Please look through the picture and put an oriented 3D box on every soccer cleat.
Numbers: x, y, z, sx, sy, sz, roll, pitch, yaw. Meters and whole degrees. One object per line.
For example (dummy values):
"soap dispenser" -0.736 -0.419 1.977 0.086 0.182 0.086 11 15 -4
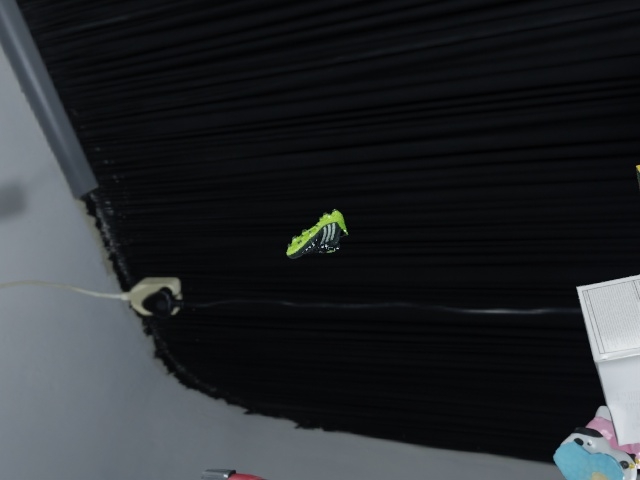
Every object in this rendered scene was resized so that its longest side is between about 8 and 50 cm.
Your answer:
"soccer cleat" 0.000 0.000 1.174 0.179 0.060 0.072 -39 106 -46

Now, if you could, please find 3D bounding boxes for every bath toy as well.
"bath toy" 0.658 0.454 1.305 0.348 0.129 0.151 -9 57 -49

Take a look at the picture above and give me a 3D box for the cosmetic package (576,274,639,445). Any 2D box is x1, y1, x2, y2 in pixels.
"cosmetic package" 0.268 0.098 0.453 0.239 0.098 0.061 48 36 -49

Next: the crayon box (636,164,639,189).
"crayon box" 0.872 -0.097 1.250 0.363 0.313 0.106 41 34 -49

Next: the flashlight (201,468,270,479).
"flashlight" -0.024 0.372 0.797 0.103 0.303 0.103 70 24 -44

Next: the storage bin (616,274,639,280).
"storage bin" 0.507 0.148 0.879 0.122 0.084 0.180 -27 95 -48
